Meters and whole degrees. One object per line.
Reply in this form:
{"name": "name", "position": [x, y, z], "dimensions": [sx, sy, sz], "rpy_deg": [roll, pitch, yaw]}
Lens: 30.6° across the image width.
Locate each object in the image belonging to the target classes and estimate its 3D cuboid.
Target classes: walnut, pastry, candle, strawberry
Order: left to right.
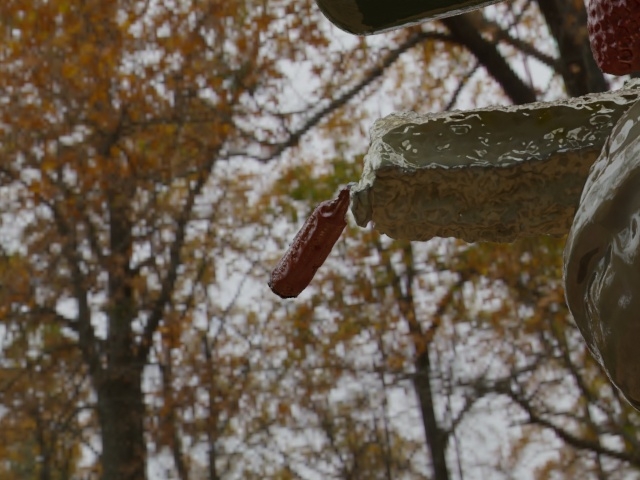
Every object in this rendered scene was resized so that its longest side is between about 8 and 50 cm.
{"name": "candle", "position": [0.000, 0.000, 1.192], "dimensions": [0.048, 0.053, 0.162], "rpy_deg": [11, -45, -26]}
{"name": "pastry", "position": [0.147, -0.053, 0.748], "dimensions": [0.259, 0.121, 0.089], "rpy_deg": [-6, -53, 4]}
{"name": "strawberry", "position": [0.441, -0.324, 1.538], "dimensions": [0.205, 0.205, 0.244], "rpy_deg": [7, -48, -24]}
{"name": "walnut", "position": [0.166, 0.001, 0.464], "dimensions": [0.140, 0.140, 0.162], "rpy_deg": [9, -48, -29]}

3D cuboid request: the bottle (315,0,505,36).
{"name": "bottle", "position": [0.152, -0.237, 0.690], "dimensions": [0.347, 0.168, 0.168], "rpy_deg": [-11, -27, 18]}
